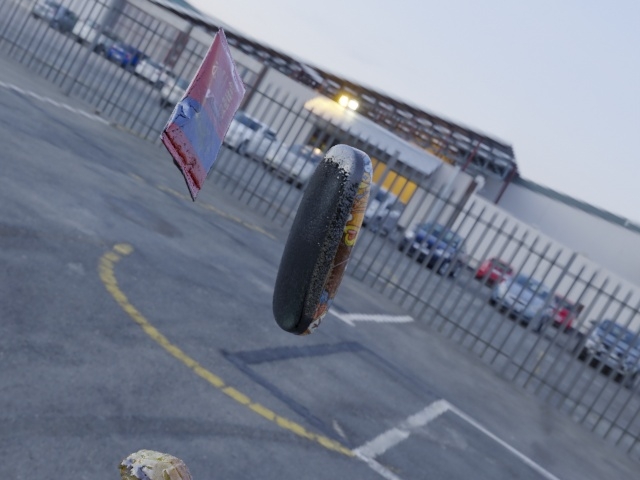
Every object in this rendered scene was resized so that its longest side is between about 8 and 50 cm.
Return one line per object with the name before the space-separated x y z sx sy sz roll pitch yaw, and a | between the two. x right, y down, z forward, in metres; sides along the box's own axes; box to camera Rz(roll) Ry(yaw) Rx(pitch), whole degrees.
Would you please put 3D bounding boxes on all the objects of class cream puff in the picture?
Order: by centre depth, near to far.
cream puff | -0.247 0.378 1.138 0.104 0.119 0.133 -19 43 -32

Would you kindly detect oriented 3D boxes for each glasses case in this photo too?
glasses case | 0.000 0.000 1.228 0.082 0.321 0.122 16 7 -32

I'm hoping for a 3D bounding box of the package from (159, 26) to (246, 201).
package | -0.118 -0.138 0.792 0.022 0.200 0.083 -5 -45 21
